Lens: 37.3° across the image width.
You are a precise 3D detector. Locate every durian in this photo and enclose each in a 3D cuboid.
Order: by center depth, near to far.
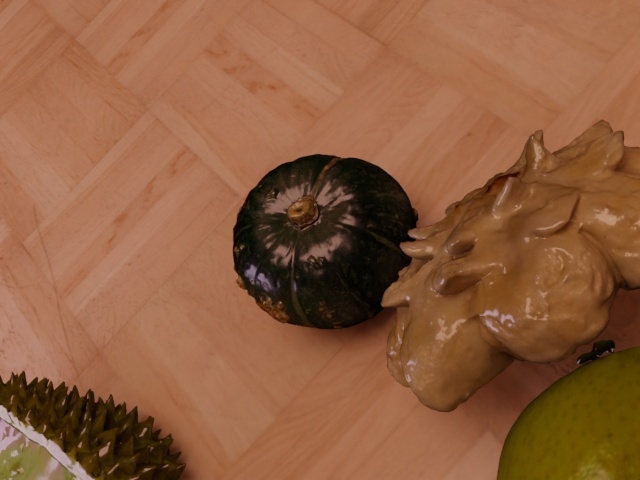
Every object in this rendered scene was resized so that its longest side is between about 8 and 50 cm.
[{"bbox_3d":[-0.270,0.235,0.979,0.356,0.157,0.169,17,89,37],"label":"durian"}]

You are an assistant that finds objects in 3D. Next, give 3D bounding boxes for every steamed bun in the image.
[{"bbox_3d":[0.153,0.010,0.779,0.292,0.137,0.295,-41,6,-18],"label":"steamed bun"}]

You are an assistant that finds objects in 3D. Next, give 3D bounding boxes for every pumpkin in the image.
[{"bbox_3d":[0.002,0.000,0.952,0.190,0.146,0.190,-18,59,34],"label":"pumpkin"}]

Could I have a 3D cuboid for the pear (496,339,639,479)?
[{"bbox_3d":[0.270,0.238,0.602,0.343,0.238,0.318,-11,50,25],"label":"pear"}]
